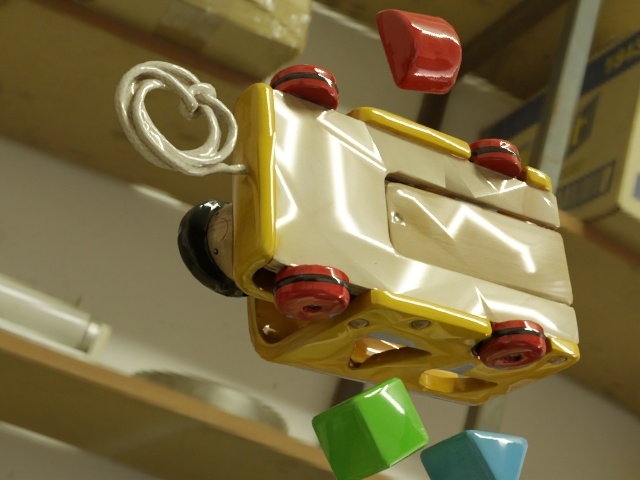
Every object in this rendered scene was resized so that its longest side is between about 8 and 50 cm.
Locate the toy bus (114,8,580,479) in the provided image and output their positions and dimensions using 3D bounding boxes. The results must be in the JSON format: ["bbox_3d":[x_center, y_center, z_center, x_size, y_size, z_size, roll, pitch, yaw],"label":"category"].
[{"bbox_3d":[0.010,0.008,0.493,0.202,0.191,0.104,53,-45,-2],"label":"toy bus"}]
